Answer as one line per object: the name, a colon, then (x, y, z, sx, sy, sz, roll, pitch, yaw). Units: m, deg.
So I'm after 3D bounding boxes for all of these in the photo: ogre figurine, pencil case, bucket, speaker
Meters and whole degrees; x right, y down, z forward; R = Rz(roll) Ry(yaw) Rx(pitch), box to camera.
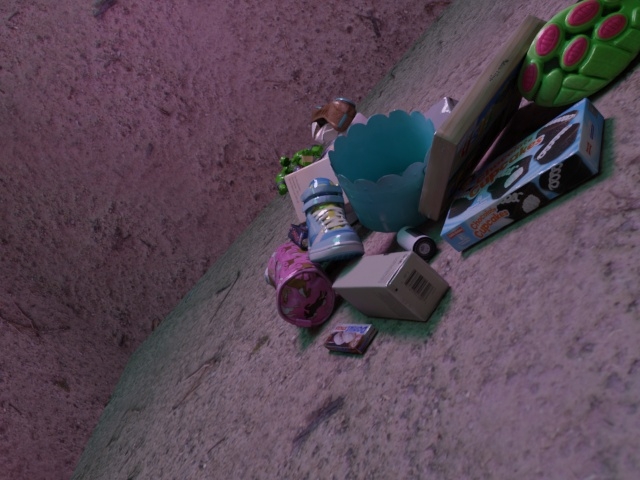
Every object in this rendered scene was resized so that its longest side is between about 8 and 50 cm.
ogre figurine: (-0.081, -0.227, 2.076, 0.118, 0.097, 0.197, 15, 83, 64)
pencil case: (-0.061, 0.115, 1.797, 0.160, 0.167, 0.386, -30, 12, -2)
bucket: (0.172, -0.165, 1.566, 0.281, 0.183, 0.281, -15, 40, 13)
speaker: (0.212, 0.005, 1.448, 0.055, 0.055, 0.136, -48, 13, 4)

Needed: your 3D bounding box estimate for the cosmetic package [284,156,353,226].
cosmetic package: (0.071, -0.167, 1.884, 0.309, 0.160, 0.113, -24, -14, 13)

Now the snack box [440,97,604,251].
snack box: (0.379, -0.119, 1.239, 0.322, 0.060, 0.187, -37, 17, 43)

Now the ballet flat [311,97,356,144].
ballet flat: (0.030, -0.382, 2.147, 0.124, 0.116, 0.342, -69, 16, -2)

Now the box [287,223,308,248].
box: (0.000, 0.000, 1.914, 0.233, 0.159, 0.044, -147, 70, -77)

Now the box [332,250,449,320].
box: (0.135, 0.094, 1.330, 0.094, 0.113, 0.275, -52, 15, -16)

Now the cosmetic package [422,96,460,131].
cosmetic package: (0.295, -0.258, 1.714, 0.238, 0.107, 0.127, -30, 59, 46)

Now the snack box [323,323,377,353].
snack box: (0.063, 0.213, 1.420, 0.064, 0.022, 0.178, -52, 13, -19)

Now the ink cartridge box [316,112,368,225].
ink cartridge box: (0.101, -0.234, 2.135, 0.119, 0.207, 0.353, -37, 16, 51)

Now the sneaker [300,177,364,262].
sneaker: (0.018, -0.054, 1.556, 0.127, 0.208, 0.319, -6, 0, -12)

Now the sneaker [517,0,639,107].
sneaker: (0.603, -0.461, 1.332, 0.483, 0.185, 0.202, -49, -13, 9)

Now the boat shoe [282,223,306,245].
boat shoe: (-0.109, 0.035, 2.352, 0.223, 0.073, 0.080, -55, 14, -23)

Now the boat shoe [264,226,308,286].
boat shoe: (-0.043, 0.045, 2.078, 0.301, 0.108, 0.102, -42, 42, -24)

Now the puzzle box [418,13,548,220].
puzzle box: (0.348, -0.260, 1.406, 0.409, 0.052, 0.272, -51, -19, -24)
